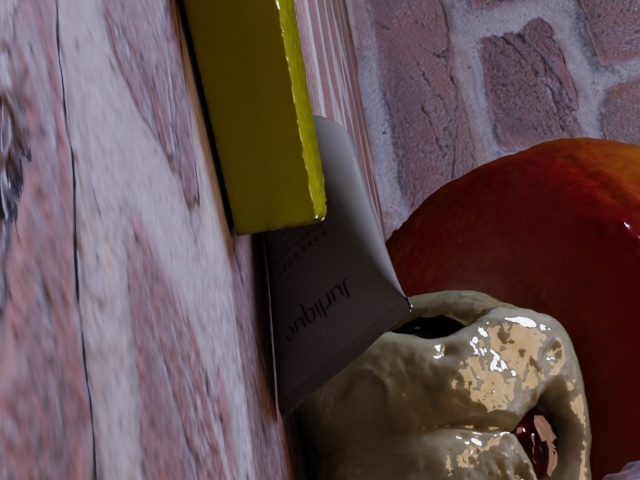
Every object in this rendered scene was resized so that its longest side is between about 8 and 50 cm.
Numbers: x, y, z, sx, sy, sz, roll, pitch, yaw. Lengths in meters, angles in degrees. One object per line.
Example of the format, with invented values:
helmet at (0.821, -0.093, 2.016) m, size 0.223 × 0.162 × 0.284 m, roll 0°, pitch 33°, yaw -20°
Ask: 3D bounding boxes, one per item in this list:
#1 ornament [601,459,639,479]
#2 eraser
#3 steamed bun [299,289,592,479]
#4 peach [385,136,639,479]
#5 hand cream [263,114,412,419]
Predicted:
ornament at (0.199, 0.218, 0.712) m, size 0.259 × 0.225 × 0.259 m, roll -16°, pitch 90°, yaw -88°
eraser at (-0.028, -0.073, 0.725) m, size 0.097 × 0.045 × 0.122 m, roll -86°, pitch 165°, yaw -77°
steamed bun at (0.056, 0.105, 0.820) m, size 0.155 × 0.141 × 0.172 m, roll 16°, pitch 66°, yaw -61°
peach at (0.173, 0.125, 1.009) m, size 0.290 × 0.373 × 0.372 m, roll 26°, pitch 50°, yaw -61°
hand cream at (0.000, 0.000, 0.789) m, size 0.054 × 0.087 × 0.186 m, roll 34°, pitch 26°, yaw -30°
